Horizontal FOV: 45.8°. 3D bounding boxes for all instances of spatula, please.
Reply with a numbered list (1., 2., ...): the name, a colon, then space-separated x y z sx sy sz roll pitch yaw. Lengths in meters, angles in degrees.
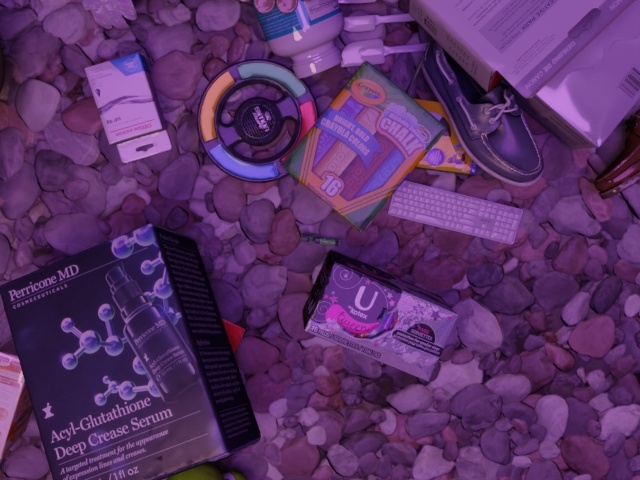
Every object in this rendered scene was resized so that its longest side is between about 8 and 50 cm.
1. spatula: 0.149 -0.423 1.426 0.241 0.019 0.168 -7 95 -2

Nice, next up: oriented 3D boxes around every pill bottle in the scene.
1. pill bottle: -0.048 -0.427 1.339 0.146 0.146 0.264 -21 108 -1

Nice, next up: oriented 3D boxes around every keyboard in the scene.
1. keyboard: 0.262 -0.055 1.471 0.255 0.014 0.072 13 95 -4

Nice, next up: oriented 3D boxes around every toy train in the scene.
1. toy train: 0.000 0.000 1.456 0.083 0.024 0.017 8 95 -4

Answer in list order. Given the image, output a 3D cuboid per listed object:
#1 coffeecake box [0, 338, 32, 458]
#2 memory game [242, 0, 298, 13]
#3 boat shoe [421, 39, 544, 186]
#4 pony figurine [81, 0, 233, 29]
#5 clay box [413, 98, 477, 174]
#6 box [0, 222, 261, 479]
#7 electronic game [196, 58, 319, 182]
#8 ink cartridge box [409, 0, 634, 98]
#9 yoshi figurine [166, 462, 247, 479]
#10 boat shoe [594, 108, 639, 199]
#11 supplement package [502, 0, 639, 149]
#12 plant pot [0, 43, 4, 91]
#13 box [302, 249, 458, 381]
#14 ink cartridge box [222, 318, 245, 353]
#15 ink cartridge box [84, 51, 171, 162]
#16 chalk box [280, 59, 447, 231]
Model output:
1. coffeecake box: -0.568 0.280 1.392 0.068 0.142 0.186 18 95 -5
2. memory game: -0.075 -0.466 1.241 0.186 0.012 0.186 0 109 1
3. boat shoe: 0.294 -0.238 1.356 0.116 0.099 0.320 -31 80 -13
4. pony figurine: -0.290 -0.543 1.260 0.302 0.363 0.351 -18 112 -9
5. clay box: 0.190 -0.199 1.433 0.221 0.053 0.128 6 94 -5
6. box: -0.319 0.213 1.302 0.293 0.212 0.396 -22 79 7
7. electronic game: -0.116 -0.222 1.416 0.229 0.048 0.230 0 95 -3
8. ink cartridge box: 0.348 -0.410 1.255 0.309 0.130 0.272 -43 82 3
9. yoshi figurine: -0.316 0.500 1.408 0.361 0.203 0.204 -19 90 -4
10. boat shoe: 0.623 -0.203 1.438 0.307 0.110 0.104 -39 93 -9
11. supplement package: 0.492 -0.330 1.391 0.204 0.145 0.262 39 93 -5
12. plant pot: -0.669 -0.300 1.306 0.283 0.191 0.284 0 95 -3
13. box: 0.106 0.133 1.405 0.247 0.163 0.142 22 96 -5
14. ink cartridge box: -0.256 0.200 1.453 0.179 0.045 0.146 26 94 -3
15. ink cartridge box: -0.350 -0.241 1.394 0.104 0.060 0.180 -17 96 -2
16. chalk box: 0.096 -0.183 1.316 0.179 0.180 0.289 41 97 0
